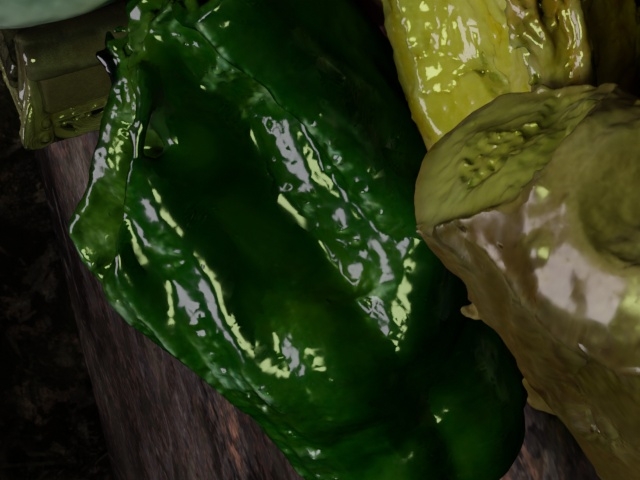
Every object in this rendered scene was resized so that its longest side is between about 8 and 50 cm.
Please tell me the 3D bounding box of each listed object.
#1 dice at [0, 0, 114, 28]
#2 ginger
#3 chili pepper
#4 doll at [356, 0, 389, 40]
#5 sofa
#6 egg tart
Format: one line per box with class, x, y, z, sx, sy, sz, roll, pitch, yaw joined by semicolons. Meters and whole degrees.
dice;-0.192;-0.339;0.990;0.348;0.328;0.330;-48;28;50
ginger;0.164;0.054;0.797;0.219;0.123;0.270;4;139;54
chili pepper;0.002;0.005;1.063;0.167;0.213;0.385;20;149;53
doll;0.009;-0.204;1.102;0.262;0.093;0.211;-164;54;-72
sofa;-0.213;-0.231;1.669;0.182;0.200;0.258;84;163;-45
egg tart;0.095;-0.102;0.913;0.212;0.090;0.212;164;90;-77
